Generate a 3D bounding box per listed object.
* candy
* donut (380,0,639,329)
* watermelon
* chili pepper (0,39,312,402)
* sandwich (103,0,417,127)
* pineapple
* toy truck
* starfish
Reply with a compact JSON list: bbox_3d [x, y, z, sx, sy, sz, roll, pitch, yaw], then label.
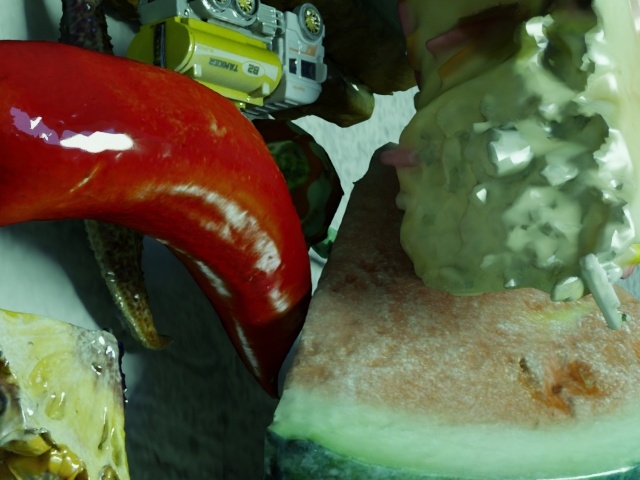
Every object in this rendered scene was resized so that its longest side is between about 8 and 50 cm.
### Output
[{"bbox_3d":[-0.001,0.001,1.153,0.078,0.084,0.287,60,6,24],"label":"candy"},{"bbox_3d":[0.061,-0.161,0.931,0.371,0.150,0.307,54,36,-29],"label":"donut"},{"bbox_3d":[0.083,0.081,0.978,0.250,0.283,0.293,162,-91,-83],"label":"watermelon"},{"bbox_3d":[-0.087,-0.013,0.852,0.368,0.092,0.137,26,93,-50],"label":"chili pepper"},{"bbox_3d":[-0.038,-0.259,1.099,0.262,0.131,0.325,33,49,-56],"label":"sandwich"},{"bbox_3d":[-0.130,0.072,0.816,0.137,0.069,0.116,65,28,-22],"label":"pineapple"},{"bbox_3d":[-0.049,-0.099,0.945,0.123,0.052,0.063,10,73,-52],"label":"toy truck"},{"bbox_3d":[-0.113,-0.050,0.925,0.238,0.057,0.213,7,78,-62],"label":"starfish"}]
